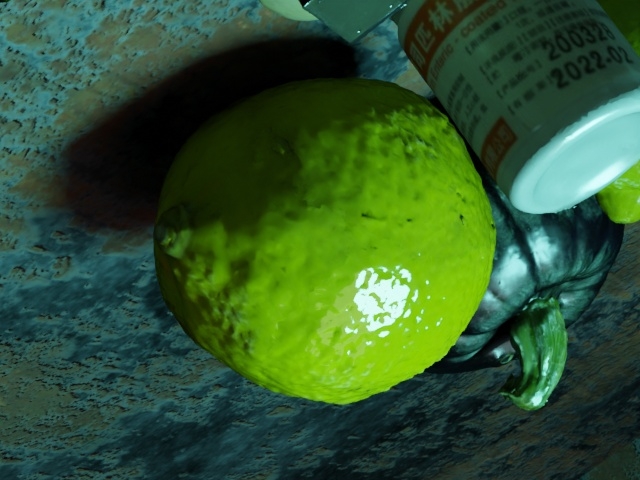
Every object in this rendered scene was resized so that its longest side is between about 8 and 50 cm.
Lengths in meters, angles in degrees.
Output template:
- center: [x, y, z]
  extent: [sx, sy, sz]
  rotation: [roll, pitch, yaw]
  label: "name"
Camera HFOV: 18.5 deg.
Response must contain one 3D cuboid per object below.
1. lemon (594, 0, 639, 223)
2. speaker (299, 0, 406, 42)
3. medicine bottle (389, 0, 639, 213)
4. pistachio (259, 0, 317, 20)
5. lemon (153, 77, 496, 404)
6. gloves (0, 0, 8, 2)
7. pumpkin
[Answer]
- center: [0.278, -0.139, 1.739]
  extent: [0.184, 0.248, 0.184]
  rotation: [2, 167, 0]
  label: "lemon"
- center: [-0.031, -0.217, 1.137]
  extent: [0.044, 0.218, 0.082]
  rotation: [-36, 160, 12]
  label: "speaker"
- center: [0.138, -0.154, 1.470]
  extent: [0.144, 0.252, 0.144]
  rotation: [-25, 156, -12]
  label: "medicine bottle"
- center: [0.005, -0.222, 1.319]
  extent: [0.145, 0.117, 0.200]
  rotation: [-33, 160, -13]
  label: "pistachio"
- center: [0.000, 0.000, 1.600]
  extent: [0.322, 0.268, 0.268]
  rotation: [-17, 155, -43]
  label: "lemon"
- center: [-0.284, -0.147, 1.112]
  extent: [0.268, 0.107, 0.135]
  rotation: [-17, 124, -29]
  label: "gloves"
- center: [0.171, 0.022, 1.876]
  extent: [0.296, 0.296, 0.296]
  rotation: [-28, 159, -12]
  label: "pumpkin"
